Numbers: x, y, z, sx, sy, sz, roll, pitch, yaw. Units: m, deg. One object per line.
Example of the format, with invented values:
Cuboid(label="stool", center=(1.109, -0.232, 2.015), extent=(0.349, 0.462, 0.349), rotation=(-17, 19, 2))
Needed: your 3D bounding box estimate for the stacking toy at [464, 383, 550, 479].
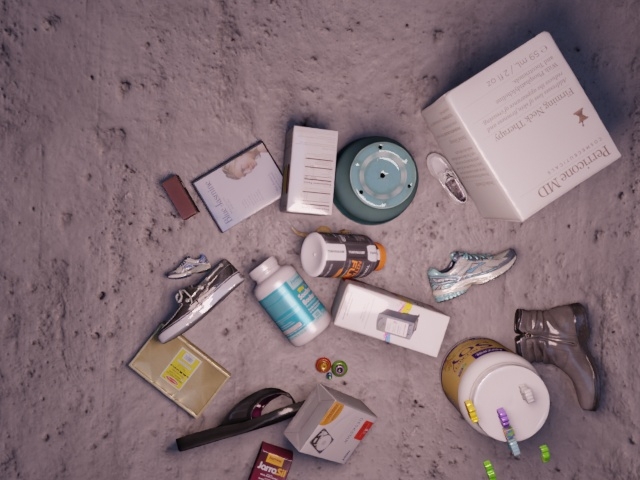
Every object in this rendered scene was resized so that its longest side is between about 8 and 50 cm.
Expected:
Cuboid(label="stacking toy", center=(0.480, 0.492, 1.607), extent=(0.166, 0.052, 0.221), rotation=(-18, 95, 0))

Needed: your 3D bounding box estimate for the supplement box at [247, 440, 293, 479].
Cuboid(label="supplement box", center=(-0.163, 0.724, 1.902), extent=(0.104, 0.081, 0.188), rotation=(21, 91, -3))

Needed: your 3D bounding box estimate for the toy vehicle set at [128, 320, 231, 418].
Cuboid(label="toy vehicle set", center=(-0.426, 0.393, 1.904), extent=(0.267, 0.035, 0.166), rotation=(39, 90, -3))

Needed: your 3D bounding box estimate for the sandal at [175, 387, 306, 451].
Cuboid(label="sandal", center=(-0.219, 0.513, 1.861), extent=(0.445, 0.167, 0.107), rotation=(-17, 75, -2))

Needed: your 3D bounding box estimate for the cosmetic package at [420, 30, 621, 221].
Cuboid(label="cosmetic package", center=(0.547, -0.305, 1.776), extent=(0.329, 0.327, 0.394), rotation=(-33, 94, -1))

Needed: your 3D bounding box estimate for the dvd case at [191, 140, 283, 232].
Cuboid(label="dvd case", center=(-0.238, -0.163, 1.901), extent=(0.253, 0.022, 0.180), rotation=(-31, 93, -1))

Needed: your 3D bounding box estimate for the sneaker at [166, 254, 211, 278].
Cuboid(label="sneaker", center=(-0.401, 0.080, 1.894), extent=(0.135, 0.052, 0.058), rotation=(-17, 83, -9))

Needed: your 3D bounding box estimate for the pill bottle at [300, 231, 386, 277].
Cuboid(label="pill bottle", center=(0.075, 0.044, 1.829), extent=(0.245, 0.130, 0.131), rotation=(3, 92, -36))

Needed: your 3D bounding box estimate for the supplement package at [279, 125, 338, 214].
Cuboid(label="supplement package", center=(-0.036, -0.198, 1.837), extent=(0.133, 0.139, 0.244), rotation=(5, 89, -13))

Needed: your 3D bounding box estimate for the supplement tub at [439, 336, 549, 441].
Cuboid(label="supplement tub", center=(0.491, 0.420, 1.793), extent=(0.240, 0.331, 0.241), rotation=(0, 92, -2))

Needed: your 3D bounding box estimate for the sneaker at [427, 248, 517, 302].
Cuboid(label="sneaker", center=(0.456, 0.079, 1.895), extent=(0.283, 0.110, 0.122), rotation=(-26, 89, -1))

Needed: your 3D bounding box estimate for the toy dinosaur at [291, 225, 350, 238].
Cuboid(label="toy dinosaur", center=(0.000, 0.000, 1.910), extent=(0.183, 0.053, 0.093), rotation=(-1, 77, -10))

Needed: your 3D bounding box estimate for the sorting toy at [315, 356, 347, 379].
Cuboid(label="sorting toy", center=(0.034, 0.395, 1.919), extent=(0.101, 0.042, 0.061), rotation=(14, 91, -3))

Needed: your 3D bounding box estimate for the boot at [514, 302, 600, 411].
Cuboid(label="boot", center=(0.713, 0.365, 1.922), extent=(0.222, 0.118, 0.338), rotation=(-9, 81, 1))

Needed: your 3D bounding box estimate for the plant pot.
Cuboid(label="plant pot", center=(0.162, -0.176, 1.800), extent=(0.271, 0.255, 0.272), rotation=(0, 92, -2))

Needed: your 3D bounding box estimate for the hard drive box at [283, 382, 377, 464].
Cuboid(label="hard drive box", center=(0.032, 0.540, 1.837), extent=(0.232, 0.089, 0.181), rotation=(34, 91, -46))

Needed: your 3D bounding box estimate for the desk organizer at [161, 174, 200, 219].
Cuboid(label="desk organizer", center=(-0.419, -0.128, 1.883), extent=(0.050, 0.047, 0.130), rotation=(-30, 93, 1))

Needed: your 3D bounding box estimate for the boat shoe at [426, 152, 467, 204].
Cuboid(label="boat shoe", center=(0.386, -0.187, 1.903), extent=(0.066, 0.063, 0.184), rotation=(-28, 93, -1))

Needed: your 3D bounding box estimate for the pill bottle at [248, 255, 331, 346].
Cuboid(label="pill bottle", center=(-0.097, 0.174, 1.854), extent=(0.146, 0.146, 0.264), rotation=(-38, 94, -1))

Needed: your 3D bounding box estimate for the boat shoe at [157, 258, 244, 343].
Cuboid(label="boat shoe", center=(-0.372, 0.176, 1.858), extent=(0.306, 0.113, 0.105), rotation=(-42, 85, -6))

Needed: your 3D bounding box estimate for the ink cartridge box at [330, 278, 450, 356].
Cuboid(label="ink cartridge box", center=(0.193, 0.217, 1.829), extent=(0.306, 0.226, 0.131), rotation=(18, 92, -4))
